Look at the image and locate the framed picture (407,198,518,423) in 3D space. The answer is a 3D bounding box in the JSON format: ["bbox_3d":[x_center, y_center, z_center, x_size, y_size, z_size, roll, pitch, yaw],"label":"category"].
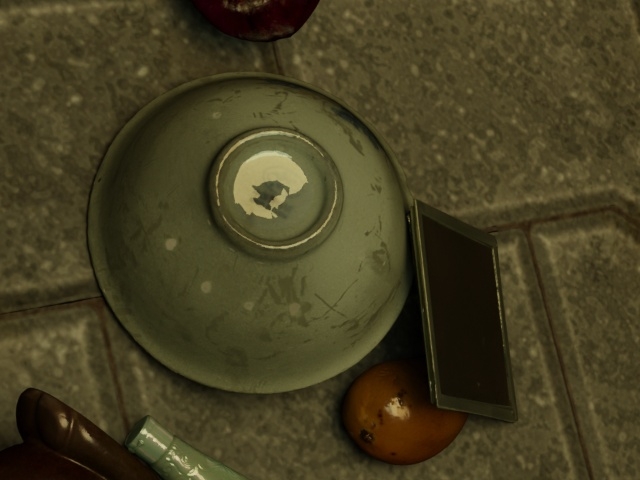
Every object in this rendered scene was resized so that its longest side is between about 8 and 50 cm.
[{"bbox_3d":[0.139,0.074,1.682,0.252,0.014,0.197,21,61,-65],"label":"framed picture"}]

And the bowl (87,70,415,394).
[{"bbox_3d":[-0.050,-0.028,1.554,0.313,0.146,0.313,3,74,-9],"label":"bowl"}]

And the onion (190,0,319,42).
[{"bbox_3d":[-0.069,-0.278,1.687,0.135,0.198,0.173,-7,97,9],"label":"onion"}]

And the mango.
[{"bbox_3d":[0.096,0.160,1.678,0.159,0.084,0.105,-18,92,-32],"label":"mango"}]

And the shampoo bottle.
[{"bbox_3d":[-0.095,0.228,1.575,0.191,0.041,0.069,41,66,-14],"label":"shampoo bottle"}]

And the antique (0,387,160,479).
[{"bbox_3d":[-0.191,0.248,1.441,0.143,0.121,0.257,-59,136,-19],"label":"antique"}]
